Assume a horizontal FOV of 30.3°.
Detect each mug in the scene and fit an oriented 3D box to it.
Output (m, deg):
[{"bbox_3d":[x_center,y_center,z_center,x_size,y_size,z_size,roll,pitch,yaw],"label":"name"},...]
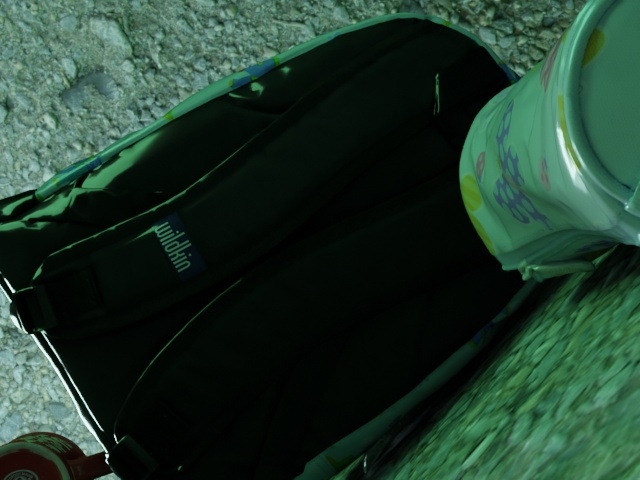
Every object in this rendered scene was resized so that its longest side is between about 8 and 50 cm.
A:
[{"bbox_3d":[-0.270,0.229,1.152,0.150,0.113,0.169,-46,-2,-12],"label":"mug"}]

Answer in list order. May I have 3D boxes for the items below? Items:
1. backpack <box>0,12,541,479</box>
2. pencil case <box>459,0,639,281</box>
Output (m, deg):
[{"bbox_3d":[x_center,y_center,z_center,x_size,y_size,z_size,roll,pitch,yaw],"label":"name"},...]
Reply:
[{"bbox_3d":[0.000,0.000,0.817,0.355,0.290,0.273,-39,-9,8],"label":"backpack"},{"bbox_3d":[0.140,-0.047,0.572,0.124,0.113,0.273,-55,-1,-6],"label":"pencil case"}]
